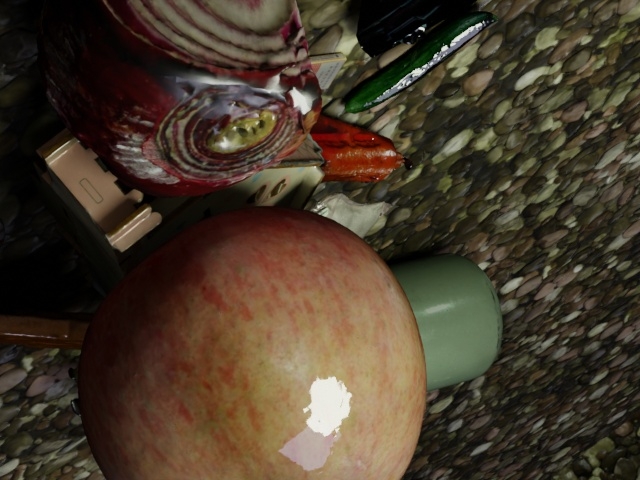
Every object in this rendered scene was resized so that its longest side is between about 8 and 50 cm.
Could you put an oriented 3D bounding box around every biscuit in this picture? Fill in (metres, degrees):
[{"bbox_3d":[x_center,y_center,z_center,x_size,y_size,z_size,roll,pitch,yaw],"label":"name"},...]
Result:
[{"bbox_3d":[-0.270,0.092,1.995,0.183,0.043,0.280,-7,165,40],"label":"biscuit"}]

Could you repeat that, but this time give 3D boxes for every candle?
[{"bbox_3d":[0.017,-0.098,2.053,0.302,0.059,0.084,3,104,-58],"label":"candle"}]

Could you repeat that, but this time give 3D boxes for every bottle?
[{"bbox_3d":[0.046,0.123,2.380,0.347,0.168,0.168,-12,148,-32],"label":"bottle"}]

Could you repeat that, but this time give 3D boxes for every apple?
[{"bbox_3d":[-0.054,0.138,1.743,0.345,0.269,0.345,-30,161,-12],"label":"apple"}]

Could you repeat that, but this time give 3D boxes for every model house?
[{"bbox_3d":[-0.128,-0.062,1.840,0.244,0.169,0.326,-37,161,-11],"label":"model house"}]

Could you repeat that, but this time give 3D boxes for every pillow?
[{"bbox_3d":[0.000,0.000,1.955,0.130,0.038,0.233,-46,166,14],"label":"pillow"}]

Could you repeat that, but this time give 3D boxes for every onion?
[{"bbox_3d":[-0.135,-0.146,1.607,0.207,0.216,0.206,0,144,-26],"label":"onion"}]

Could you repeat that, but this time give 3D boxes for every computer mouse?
[{"bbox_3d":[0.115,-0.257,1.860,0.146,0.077,0.241,-7,145,-41],"label":"computer mouse"}]

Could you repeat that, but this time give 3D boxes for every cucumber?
[{"bbox_3d":[0.103,-0.187,2.028,0.184,0.033,0.036,-36,-179,6],"label":"cucumber"}]

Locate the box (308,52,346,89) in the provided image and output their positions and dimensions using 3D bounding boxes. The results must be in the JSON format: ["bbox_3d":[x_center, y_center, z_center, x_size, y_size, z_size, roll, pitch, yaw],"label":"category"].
[{"bbox_3d":[-0.016,-0.165,1.944,0.083,0.012,0.046,-12,149,-41],"label":"box"}]

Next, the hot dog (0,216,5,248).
[{"bbox_3d":[-0.353,-0.026,1.730,0.131,0.069,0.252,-42,159,-4],"label":"hot dog"}]

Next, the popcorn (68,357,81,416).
[{"bbox_3d":[-0.190,0.176,2.215,0.173,0.168,0.195,-29,120,17],"label":"popcorn"}]
